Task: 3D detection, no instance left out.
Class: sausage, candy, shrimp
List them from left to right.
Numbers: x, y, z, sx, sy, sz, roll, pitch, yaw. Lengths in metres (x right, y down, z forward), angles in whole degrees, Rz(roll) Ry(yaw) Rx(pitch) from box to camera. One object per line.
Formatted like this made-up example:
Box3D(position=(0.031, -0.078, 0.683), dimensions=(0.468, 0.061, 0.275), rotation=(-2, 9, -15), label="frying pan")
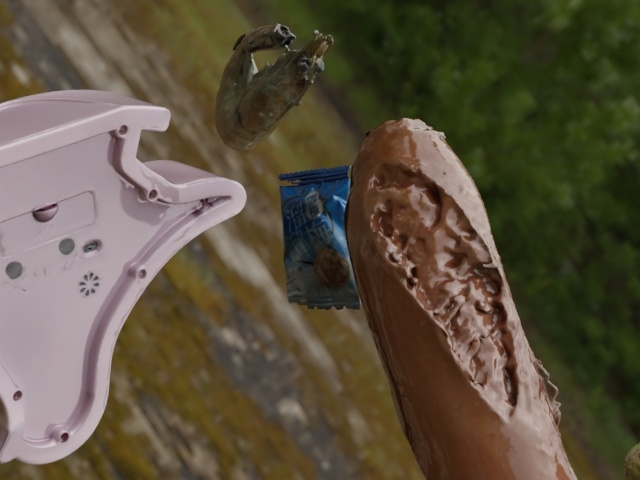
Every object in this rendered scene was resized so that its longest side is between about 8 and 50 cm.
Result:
Box3D(position=(-0.052, -0.174, 1.953), dimensions=(0.047, 0.223, 0.126), rotation=(8, 64, -30), label="shrimp")
Box3D(position=(-0.001, 0.000, 1.808), dimensions=(0.038, 0.088, 0.136), rotation=(-2, 88, -55), label="candy")
Box3D(position=(0.081, 0.097, 0.912), dimensions=(0.087, 0.079, 0.326), rotation=(-18, 89, -78), label="sausage")

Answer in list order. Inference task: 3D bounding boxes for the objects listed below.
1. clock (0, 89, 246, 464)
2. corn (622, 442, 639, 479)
Box3D(position=(-0.191, 0.015, 1.515), dimensions=(0.080, 0.290, 0.275), rotation=(23, -53, 43), label="clock")
Box3D(position=(0.335, 0.301, 1.611), dimensions=(0.288, 0.086, 0.086), rotation=(65, 9, 6), label="corn")
